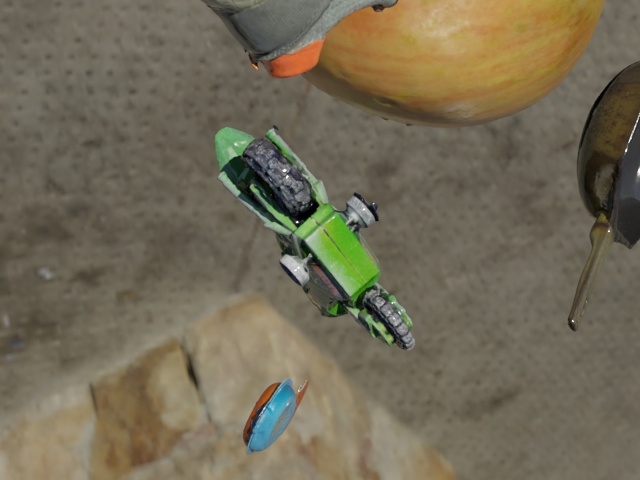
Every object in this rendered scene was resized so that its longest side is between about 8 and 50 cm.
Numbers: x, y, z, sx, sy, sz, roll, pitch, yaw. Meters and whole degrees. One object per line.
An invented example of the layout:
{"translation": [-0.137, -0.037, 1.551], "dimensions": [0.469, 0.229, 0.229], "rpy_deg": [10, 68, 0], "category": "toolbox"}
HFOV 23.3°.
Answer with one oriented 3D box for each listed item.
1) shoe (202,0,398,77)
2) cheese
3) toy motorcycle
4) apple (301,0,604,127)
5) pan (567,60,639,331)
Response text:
{"translation": [0.026, -0.147, 0.683], "dimensions": [0.194, 0.074, 0.077], "rpy_deg": [-39, 124, -17], "category": "shoe"}
{"translation": [-0.054, 0.218, 1.965], "dimensions": [0.106, 0.037, 0.256], "rpy_deg": [-61, 171, 2], "category": "cheese"}
{"translation": [0.000, 0.000, 1.081], "dimensions": [0.074, 0.106, 0.190], "rpy_deg": [-41, 114, -8], "category": "toy motorcycle"}
{"translation": [0.133, -0.262, 1.587], "dimensions": [0.309, 0.252, 0.314], "rpy_deg": [8, 139, 14], "category": "apple"}
{"translation": [0.191, -0.047, 1.029], "dimensions": [0.202, 0.048, 0.128], "rpy_deg": [-41, 138, -45], "category": "pan"}
